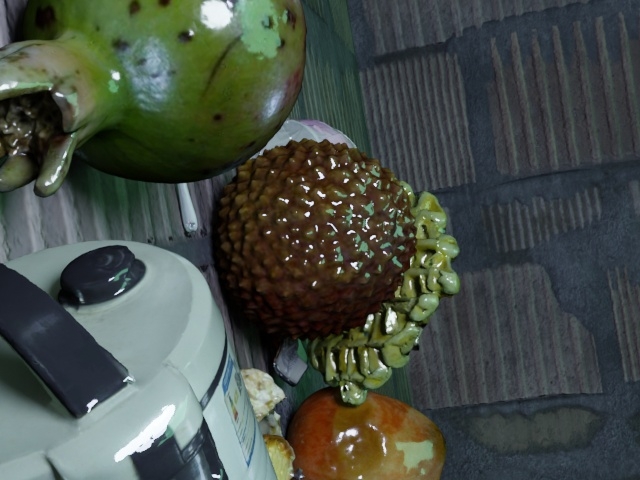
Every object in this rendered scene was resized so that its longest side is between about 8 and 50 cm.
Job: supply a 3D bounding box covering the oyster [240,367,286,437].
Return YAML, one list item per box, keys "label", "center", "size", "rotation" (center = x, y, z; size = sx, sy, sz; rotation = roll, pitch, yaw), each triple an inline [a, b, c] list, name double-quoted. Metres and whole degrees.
- label: "oyster"
  center: [-0.098, 0.286, 0.957]
  size: [0.166, 0.094, 0.294]
  rotation: [60, 42, -69]

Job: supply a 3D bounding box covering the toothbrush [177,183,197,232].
- label: "toothbrush"
  center: [-0.169, -0.109, 1.055]
  size: [0.022, 0.017, 0.204]
  rotation: [-94, 173, -80]

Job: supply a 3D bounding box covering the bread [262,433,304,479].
- label: "bread"
  center: [-0.112, 0.229, 0.793]
  size: [0.260, 0.134, 0.129]
  rotation: [32, 60, -71]

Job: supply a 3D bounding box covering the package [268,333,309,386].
- label: "package"
  center: [-0.067, 0.100, 1.358]
  size: [0.166, 0.040, 0.231]
  rotation: [-62, 134, -75]

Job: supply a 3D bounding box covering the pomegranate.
- label: "pomegranate"
  center: [-0.158, -0.134, 0.741]
  size: [0.242, 0.306, 0.242]
  rotation: [41, -27, 26]

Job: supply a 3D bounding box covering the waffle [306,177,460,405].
- label: "waffle"
  center: [0.068, 0.064, 1.320]
  size: [0.073, 0.317, 0.297]
  rotation: [25, 26, -33]

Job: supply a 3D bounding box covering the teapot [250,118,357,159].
- label: "teapot"
  center: [-0.034, -0.135, 1.378]
  size: [0.178, 0.163, 0.221]
  rotation: [25, 56, -71]

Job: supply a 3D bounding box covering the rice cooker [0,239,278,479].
- label: "rice cooker"
  center: [-0.142, 0.123, 0.525]
  size: [0.226, 0.226, 0.244]
  rotation: [-80, 161, -59]

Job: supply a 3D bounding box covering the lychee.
- label: "lychee"
  center: [0.000, 0.000, 1.176]
  size: [0.267, 0.268, 0.267]
  rotation: [-9, 90, -79]

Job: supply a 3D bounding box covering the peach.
- label: "peach"
  center: [0.069, 0.321, 1.364]
  size: [0.214, 0.236, 0.214]
  rotation: [1, 90, -82]
